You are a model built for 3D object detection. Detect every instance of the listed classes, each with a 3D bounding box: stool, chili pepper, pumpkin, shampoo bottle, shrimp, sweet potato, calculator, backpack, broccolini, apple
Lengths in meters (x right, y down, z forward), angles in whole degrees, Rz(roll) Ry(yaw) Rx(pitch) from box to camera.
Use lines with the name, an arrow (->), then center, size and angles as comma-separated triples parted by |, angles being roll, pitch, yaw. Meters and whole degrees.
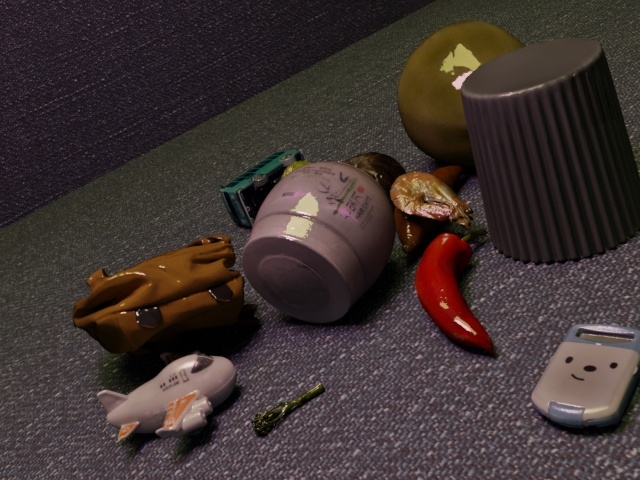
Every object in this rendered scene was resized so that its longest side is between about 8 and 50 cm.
stool -> 0.424, -0.172, 1.291 | 0.297, 0.330, 0.297 | -18, 25, 9
chili pepper -> 0.238, 0.081, 1.261 | 0.137, 0.091, 0.368 | 10, 36, 4
pumpkin -> 0.096, -0.117, 1.655 | 0.238, 0.159, 0.238 | -18, 31, 11
shampoo bottle -> 0.000, 0.000, 1.375 | 0.273, 0.273, 0.266 | -5, 37, 34
shrimp -> 0.229, -0.074, 1.428 | 0.115, 0.051, 0.217 | -37, 50, -14
sweet potato -> 0.230, -0.085, 1.544 | 0.112, 0.112, 0.359 | -7, 32, 30
calculator -> 0.380, 0.183, 0.977 | 0.121, 0.039, 0.210 | 4, 36, 42
backpack -> -0.323, 0.124, 1.425 | 0.354, 0.201, 0.378 | -14, -4, -26
broccolini -> -0.051, 0.280, 1.165 | 0.140, 0.030, 0.035 | -26, 33, -16
apple -> 0.358, -0.347, 1.682 | 0.357, 0.357, 0.357 | -19, 26, 9

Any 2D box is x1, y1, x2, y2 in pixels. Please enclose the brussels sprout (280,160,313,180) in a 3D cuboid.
brussels sprout -> -0.039, -0.124, 1.826 | 0.122, 0.151, 0.149 | 33, 27, 27

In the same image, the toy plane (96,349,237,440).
toy plane -> -0.268, 0.272, 1.251 | 0.245, 0.117, 0.244 | -20, 24, 9

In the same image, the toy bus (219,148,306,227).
toy bus -> -0.153, -0.147, 1.960 | 0.147, 0.128, 0.256 | 5, 35, 48
